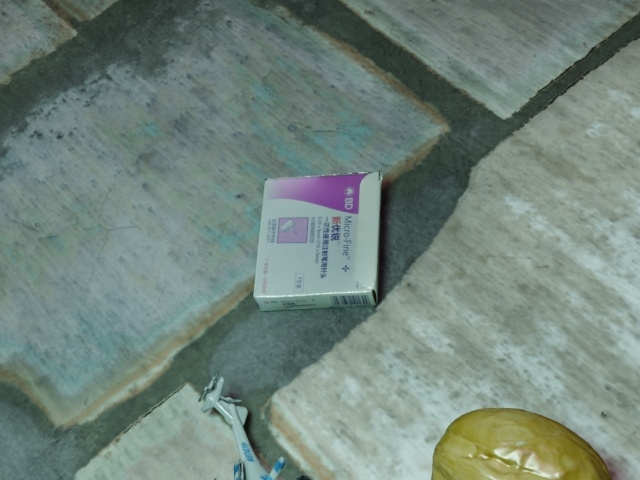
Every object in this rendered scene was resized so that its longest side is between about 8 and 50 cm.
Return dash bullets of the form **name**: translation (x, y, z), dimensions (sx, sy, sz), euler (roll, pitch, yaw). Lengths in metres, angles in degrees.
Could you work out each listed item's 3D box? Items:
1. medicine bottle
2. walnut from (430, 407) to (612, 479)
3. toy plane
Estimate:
- **medicine bottle**: translation (0.000, 0.000, 1.457), dimensions (0.171, 0.052, 0.201), euler (-2, 56, 11)
- **walnut**: translation (0.217, 0.266, 1.153), dimensions (0.206, 0.159, 0.159), euler (19, 62, 23)
- **toy plane**: translation (-0.074, 0.298, 1.256), dimensions (0.273, 0.107, 0.182), euler (45, 117, 52)
